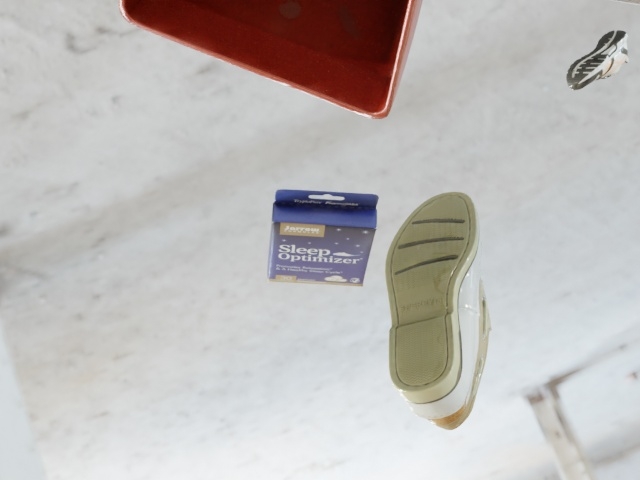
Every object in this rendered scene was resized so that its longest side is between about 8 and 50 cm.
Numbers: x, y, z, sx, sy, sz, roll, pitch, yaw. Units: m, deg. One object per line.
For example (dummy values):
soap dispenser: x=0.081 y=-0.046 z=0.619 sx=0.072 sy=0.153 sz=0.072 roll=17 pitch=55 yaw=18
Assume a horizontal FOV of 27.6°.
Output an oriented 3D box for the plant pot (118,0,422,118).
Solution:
plant pot: x=-0.004 y=-0.312 z=1.137 sx=0.267 sy=0.267 sz=0.235 roll=101 pitch=14 yaw=-54

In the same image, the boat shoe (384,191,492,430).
boat shoe: x=0.139 y=0.080 z=1.512 sx=0.113 sy=0.302 sz=0.103 roll=-8 pitch=137 yaw=25

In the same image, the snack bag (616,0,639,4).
snack bag: x=0.374 y=-0.490 z=1.725 sx=0.323 sy=0.342 sz=0.037 roll=2 pitch=177 yaw=-28

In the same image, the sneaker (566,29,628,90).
sneaker: x=0.333 y=-0.205 z=1.544 sx=0.109 sy=0.040 sz=0.043 roll=-40 pitch=126 yaw=-26

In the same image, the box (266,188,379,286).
box: x=0.000 y=0.000 z=1.730 sx=0.137 sy=0.036 sz=0.225 roll=3 pitch=153 yaw=-2
